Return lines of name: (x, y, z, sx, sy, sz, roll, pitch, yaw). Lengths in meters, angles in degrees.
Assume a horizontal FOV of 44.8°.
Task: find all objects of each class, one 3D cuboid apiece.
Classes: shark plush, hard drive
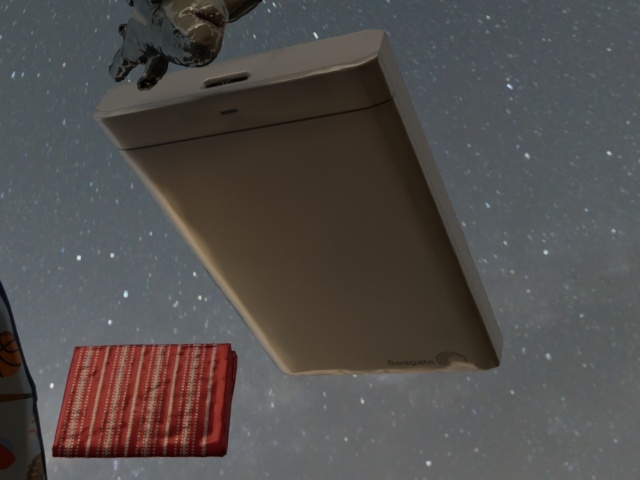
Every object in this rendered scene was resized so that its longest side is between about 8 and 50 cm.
shark plush: (-0.108, -0.127, 0.487, 0.073, 0.161, 0.067, 16, -102, -45)
hard drive: (0.000, 0.000, 0.661, 0.233, 0.047, 0.353, -6, -44, 25)

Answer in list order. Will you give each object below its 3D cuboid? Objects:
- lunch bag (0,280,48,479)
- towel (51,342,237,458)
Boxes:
lunch bag: (-0.347, 0.162, 0.614, 0.115, 0.243, 0.303, -3, -73, 25)
towel: (-0.276, 0.257, 1.250, 0.275, 0.198, 0.031, -1, -38, 1)
